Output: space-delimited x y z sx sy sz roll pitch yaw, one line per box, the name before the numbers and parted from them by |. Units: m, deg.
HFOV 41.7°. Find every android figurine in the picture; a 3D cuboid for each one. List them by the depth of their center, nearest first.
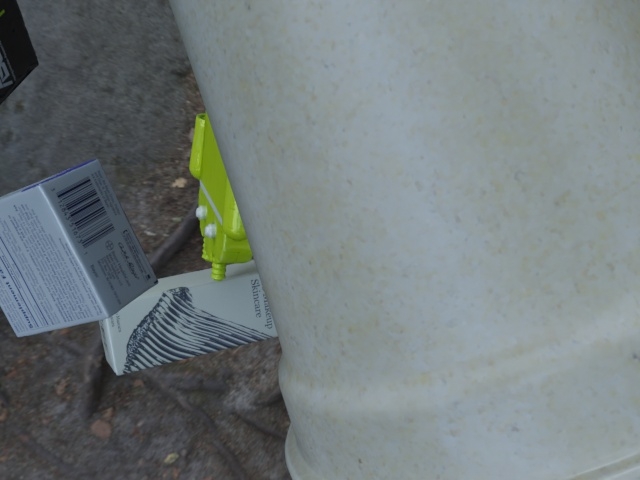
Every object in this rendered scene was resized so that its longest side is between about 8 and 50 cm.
android figurine | -0.125 -0.082 1.112 0.056 0.248 0.273 1 116 -21

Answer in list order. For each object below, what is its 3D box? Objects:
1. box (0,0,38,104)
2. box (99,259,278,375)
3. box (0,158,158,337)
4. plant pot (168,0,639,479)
box | -0.280 -0.201 0.444 0.216 0.270 0.060 30 66 7
box | -0.186 0.108 1.251 0.275 0.094 0.113 -13 102 -21
box | -0.235 0.009 0.748 0.137 0.072 0.126 -13 107 36
plant pot | 0.073 -0.066 0.480 0.333 0.334 0.306 -23 101 7
